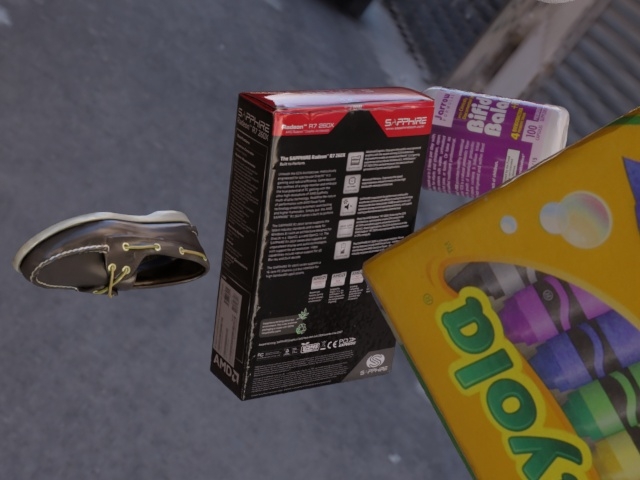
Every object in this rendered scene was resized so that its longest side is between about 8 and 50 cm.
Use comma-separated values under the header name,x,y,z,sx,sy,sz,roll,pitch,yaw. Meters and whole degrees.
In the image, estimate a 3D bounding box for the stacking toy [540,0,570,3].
name,x,y,z,sx,sy,sz,roll,pitch,yaw
stacking toy,0.493,-0.430,1.643,0.350,0.479,0.351,-21,90,-80

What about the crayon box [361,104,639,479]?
name,x,y,z,sx,sy,sz,roll,pitch,yaw
crayon box,0.159,0.044,0.468,0.083,0.323,0.203,-24,84,-54

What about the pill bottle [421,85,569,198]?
name,x,y,z,sx,sy,sz,roll,pitch,yaw
pill bottle,0.231,-0.154,1.932,0.301,0.169,0.169,11,13,13

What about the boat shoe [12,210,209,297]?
name,x,y,z,sx,sy,sz,roll,pitch,yaw
boat shoe,-0.204,0.019,1.232,0.227,0.081,0.069,-10,58,-50

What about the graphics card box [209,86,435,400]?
name,x,y,z,sx,sy,sz,roll,pitch,yaw
graphics card box,0.000,0.000,1.478,0.232,0.371,0.094,-8,25,-33
